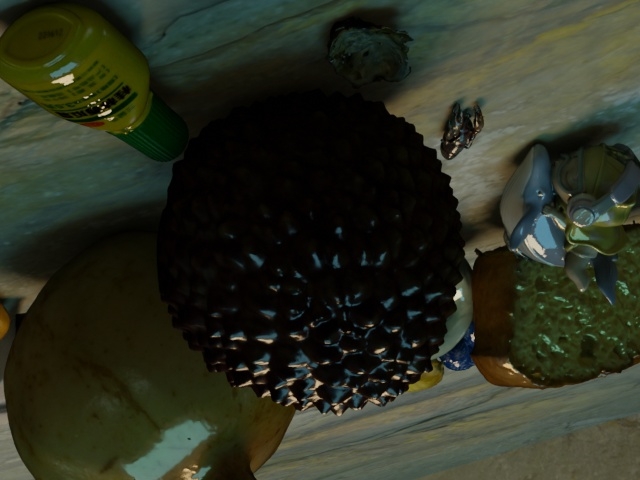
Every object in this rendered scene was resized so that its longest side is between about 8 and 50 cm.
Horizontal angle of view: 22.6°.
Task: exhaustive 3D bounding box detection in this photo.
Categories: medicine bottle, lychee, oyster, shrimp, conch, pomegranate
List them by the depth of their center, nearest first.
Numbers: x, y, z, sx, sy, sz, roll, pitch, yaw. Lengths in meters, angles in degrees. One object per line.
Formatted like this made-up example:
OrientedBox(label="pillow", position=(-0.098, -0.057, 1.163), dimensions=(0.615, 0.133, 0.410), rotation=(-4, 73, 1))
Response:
OrientedBox(label="medicine bottle", position=(-0.173, -0.122, 1.311), dimensions=(0.095, 0.064, 0.260), rotation=(-21, 162, 11))
OrientedBox(label="oyster", position=(0.040, -0.163, 1.406), dimensions=(0.086, 0.029, 0.132), rotation=(-4, 164, -10))
OrientedBox(label="lychee", position=(-0.005, 0.010, 1.477), dimensions=(0.306, 0.330, 0.306), rotation=(-18, 135, -19))
OrientedBox(label="shrimp", position=(0.146, -0.113, 1.636), dimensions=(0.038, 0.029, 0.092), rotation=(-10, 158, -10))
OrientedBox(label="pomegranate", position=(-0.170, 0.167, 1.722), dimensions=(0.342, 0.343, 0.342), rotation=(-13, 162, -4))
OrientedBox(label="conch", position=(0.113, 0.084, 1.994), dimensions=(0.121, 0.185, 0.221), rotation=(18, 168, 21))

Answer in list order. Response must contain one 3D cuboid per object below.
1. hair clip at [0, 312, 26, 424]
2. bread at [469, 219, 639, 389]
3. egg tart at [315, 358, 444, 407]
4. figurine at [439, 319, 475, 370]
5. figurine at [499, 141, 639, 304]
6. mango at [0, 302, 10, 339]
OrientedBox(label="hair clip", position=(-0.380, 0.167, 1.998), dimensions=(0.101, 0.085, 0.331), rotation=(-1, 164, -30))
OrientedBox(label="bread", position=(0.298, 0.079, 2.005), dimensions=(0.340, 0.194, 0.179), rotation=(-12, -172, -34))
OrientedBox(label="egg tart", position=(0.020, 0.161, 2.187), dimensions=(0.314, 0.120, 0.315), rotation=(-5, 171, -1))
OrientedBox(label="figurine", position=(0.271, 0.138, 2.342), dimensions=(0.164, 0.121, 0.262), rotation=(-7, 163, -32))
OrientedBox(label="figurine", position=(0.291, -0.030, 1.808), dimensions=(0.183, 0.128, 0.208), rotation=(-24, 123, 30))
OrientedBox(label="mango", position=(-0.383, 0.088, 1.822), dimensions=(0.060, 0.046, 0.089), rotation=(-10, 149, -20))
